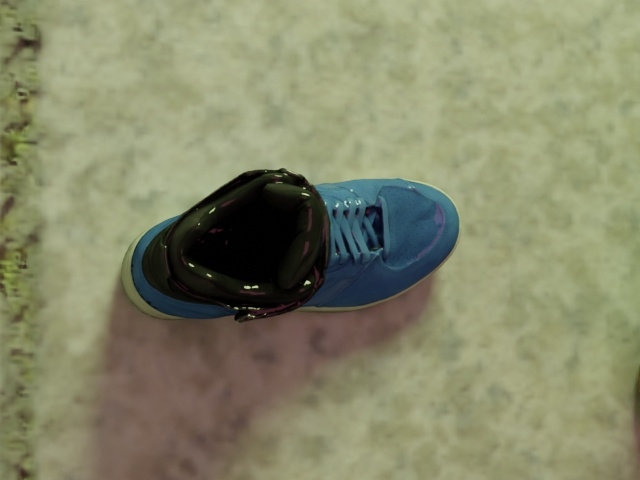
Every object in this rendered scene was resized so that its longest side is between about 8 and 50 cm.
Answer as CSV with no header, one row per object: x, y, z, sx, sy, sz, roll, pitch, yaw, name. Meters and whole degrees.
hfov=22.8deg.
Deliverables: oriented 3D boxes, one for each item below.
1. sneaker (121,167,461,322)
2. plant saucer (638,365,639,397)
0.000,0.001,0.652,0.152,0.084,0.058,-6,85,-20,sneaker
0.186,0.068,0.747,0.083,0.013,0.084,3,82,-20,plant saucer
